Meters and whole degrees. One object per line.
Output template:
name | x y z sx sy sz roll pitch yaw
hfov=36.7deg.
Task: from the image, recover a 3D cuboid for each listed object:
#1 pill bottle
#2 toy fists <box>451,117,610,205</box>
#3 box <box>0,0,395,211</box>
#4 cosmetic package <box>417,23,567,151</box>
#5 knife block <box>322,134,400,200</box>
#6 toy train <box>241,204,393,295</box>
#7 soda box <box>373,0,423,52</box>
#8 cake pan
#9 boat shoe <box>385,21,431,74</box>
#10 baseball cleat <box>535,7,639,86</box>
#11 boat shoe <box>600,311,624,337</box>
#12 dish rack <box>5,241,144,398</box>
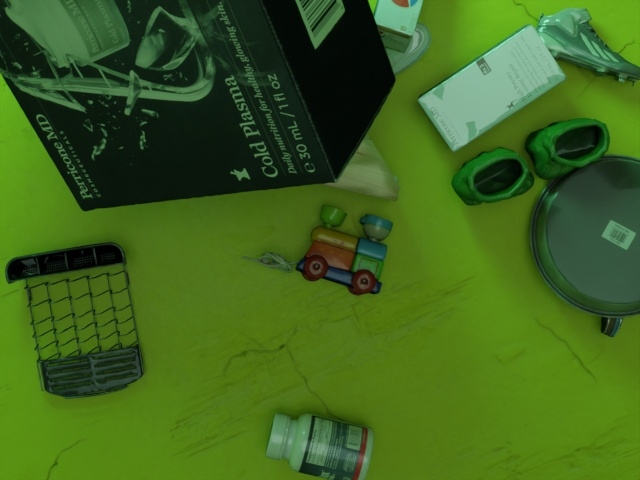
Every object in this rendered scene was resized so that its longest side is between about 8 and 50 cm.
pill bottle | -0.003 0.366 1.721 0.180 0.108 0.108 14 94 -2
toy fists | 0.364 -0.136 1.679 0.279 0.142 0.096 -24 102 0
box | -0.210 -0.329 1.398 0.471 0.297 0.480 -4 126 30
cosmetic package | 0.294 -0.263 1.673 0.231 0.085 0.117 -34 96 11
knife block | -0.027 -0.134 1.693 0.242 0.088 0.276 -33 95 2
toy train | 0.000 0.000 1.702 0.248 0.105 0.143 17 83 -3
soda box | 0.143 -0.436 1.650 0.073 0.069 0.216 17 74 -4
cake pan | 0.518 -0.012 1.692 0.293 0.054 0.293 -1 84 5
boat shoe | 0.092 -0.318 1.688 0.226 0.076 0.083 -26 95 0
baseball cleat | 0.480 -0.348 1.700 0.205 0.072 0.110 17 94 -4
boat shoe | 0.512 0.082 1.742 0.066 0.066 0.183 5 84 3
dish rack | -0.425 0.146 1.708 0.208 0.074 0.272 -9 95 0
